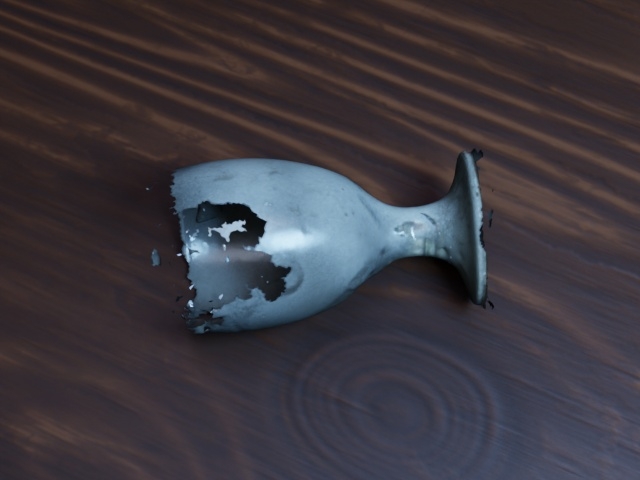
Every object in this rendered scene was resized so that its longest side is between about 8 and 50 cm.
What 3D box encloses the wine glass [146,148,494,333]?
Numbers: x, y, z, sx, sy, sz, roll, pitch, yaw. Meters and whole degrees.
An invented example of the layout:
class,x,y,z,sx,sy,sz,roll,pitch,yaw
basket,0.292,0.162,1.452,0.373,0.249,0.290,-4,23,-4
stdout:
class,x,y,z,sx,sy,sz,roll,pitch,yaw
wine glass,0.002,-0.001,1.619,0.357,0.190,0.190,-4,65,-4
